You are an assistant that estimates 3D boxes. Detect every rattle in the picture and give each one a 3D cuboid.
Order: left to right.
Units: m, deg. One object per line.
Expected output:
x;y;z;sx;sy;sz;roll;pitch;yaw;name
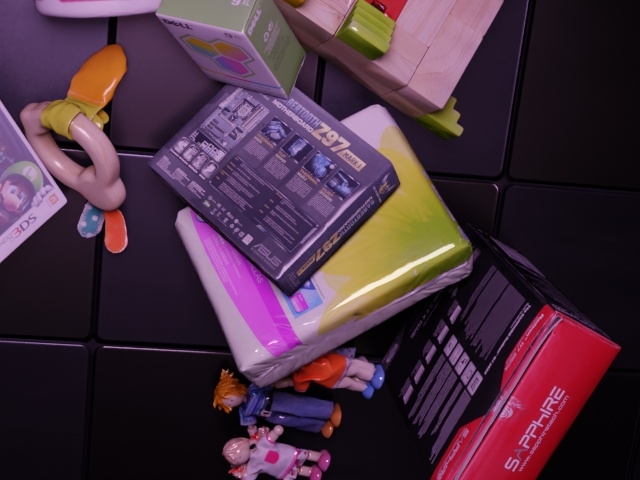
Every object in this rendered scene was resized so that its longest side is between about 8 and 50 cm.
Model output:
-0.256;-0.106;1.338;0.130;0.143;0.199;-11;128;28;rattle

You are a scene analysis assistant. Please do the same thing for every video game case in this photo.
-0.390;-0.063;1.240;0.173;0.022;0.190;-48;126;-30;video game case

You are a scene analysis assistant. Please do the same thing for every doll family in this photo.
-0.045;0.192;1.427;0.163;0.118;0.263;17;121;-19;doll family

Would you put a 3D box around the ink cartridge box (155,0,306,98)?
-0.101;-0.233;1.201;0.109;0.209;0.062;17;77;21;ink cartridge box

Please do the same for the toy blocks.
0.066;-0.326;1.249;0.381;0.191;0.261;32;81;-13;toy blocks

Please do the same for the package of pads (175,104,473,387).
0.000;0.000;1.314;0.296;0.101;0.229;-28;64;1;package of pads

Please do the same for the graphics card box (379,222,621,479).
0.187;0.137;1.293;0.094;0.371;0.233;27;100;-14;graphics card box

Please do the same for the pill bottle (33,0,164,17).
-0.236;-0.386;1.191;0.160;0.160;0.283;-4;107;-7;pill bottle

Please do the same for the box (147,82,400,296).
-0.055;-0.076;1.270;0.233;0.059;0.183;40;82;26;box
